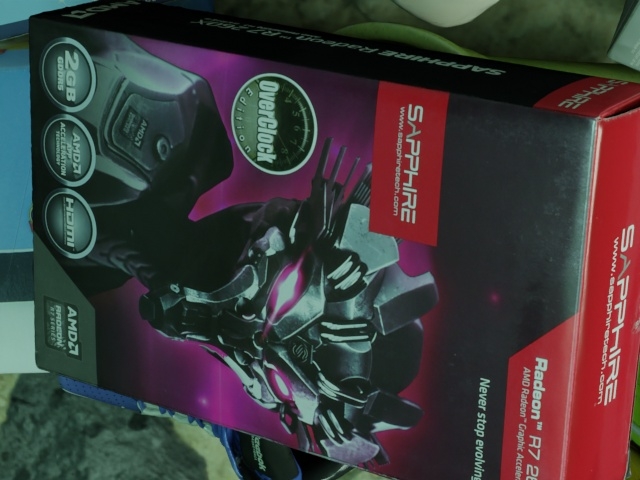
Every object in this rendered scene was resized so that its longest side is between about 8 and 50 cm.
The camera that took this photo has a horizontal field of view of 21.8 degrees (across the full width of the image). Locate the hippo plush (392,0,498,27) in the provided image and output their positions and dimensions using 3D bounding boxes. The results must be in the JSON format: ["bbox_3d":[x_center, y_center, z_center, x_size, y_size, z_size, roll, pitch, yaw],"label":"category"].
[{"bbox_3d":[0.047,-0.299,1.035,0.234,0.236,0.294,-14,118,1],"label":"hippo plush"}]

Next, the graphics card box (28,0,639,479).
[{"bbox_3d":[0.000,0.000,0.950,0.371,0.094,0.233,15,113,30],"label":"graphics card box"}]

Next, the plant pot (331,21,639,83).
[{"bbox_3d":[0.137,-0.019,1.112,0.276,0.254,0.276,17,112,48],"label":"plant pot"}]

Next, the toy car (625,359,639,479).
[{"bbox_3d":[0.276,0.155,1.262,0.136,0.159,0.182,-9,116,-21],"label":"toy car"}]

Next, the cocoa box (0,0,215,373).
[{"bbox_3d":[-0.253,-0.048,1.226,0.347,0.231,0.228,-3,111,14],"label":"cocoa box"}]

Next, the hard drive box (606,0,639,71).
[{"bbox_3d":[0.326,-0.160,1.065,0.232,0.181,0.089,23,155,1],"label":"hard drive box"}]

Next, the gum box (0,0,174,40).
[{"bbox_3d":[-0.138,-0.218,1.148,0.157,0.184,0.041,-9,129,17],"label":"gum box"}]

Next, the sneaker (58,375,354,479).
[{"bbox_3d":[-0.062,0.107,1.282,0.315,0.182,0.127,5,114,10],"label":"sneaker"}]
